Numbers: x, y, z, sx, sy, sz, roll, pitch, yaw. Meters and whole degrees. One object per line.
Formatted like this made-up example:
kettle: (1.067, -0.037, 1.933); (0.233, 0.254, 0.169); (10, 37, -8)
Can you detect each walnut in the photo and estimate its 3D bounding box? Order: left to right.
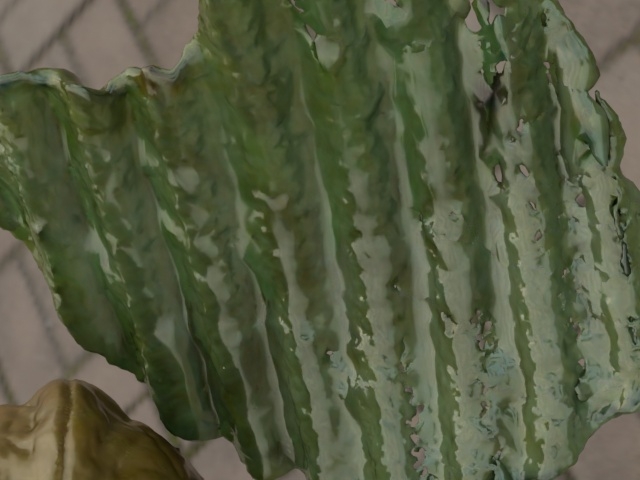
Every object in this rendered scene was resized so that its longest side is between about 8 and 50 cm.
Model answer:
walnut: (-0.164, 0.195, 1.150); (0.228, 0.228, 0.228); (-11, 72, 37)

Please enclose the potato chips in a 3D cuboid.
potato chips: (0.006, 0.005, 1.095); (0.373, 0.389, 0.097); (-28, 21, 23)
